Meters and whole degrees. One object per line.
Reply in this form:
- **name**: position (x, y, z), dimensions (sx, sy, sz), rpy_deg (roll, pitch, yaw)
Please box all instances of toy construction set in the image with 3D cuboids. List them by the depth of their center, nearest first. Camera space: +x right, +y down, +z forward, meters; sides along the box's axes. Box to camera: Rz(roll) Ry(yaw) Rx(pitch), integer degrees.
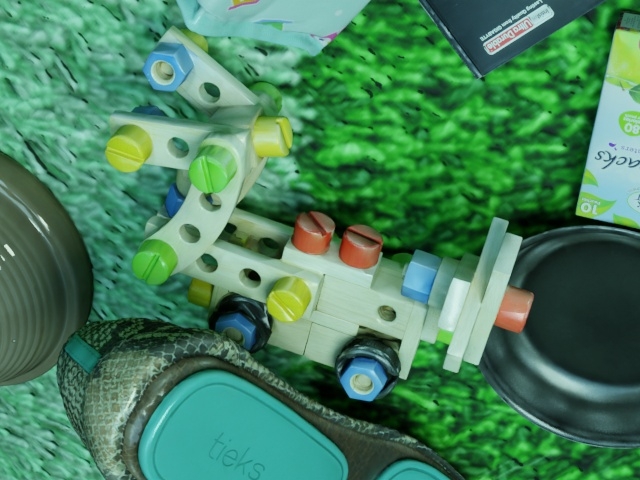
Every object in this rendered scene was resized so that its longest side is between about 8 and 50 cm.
- **toy construction set**: position (0.000, 0.000, 0.968), dimensions (0.328, 0.151, 0.215), rpy_deg (27, 125, 19)

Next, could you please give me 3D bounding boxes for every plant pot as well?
- **plant pot**: position (-0.318, 0.039, 1.124), dimensions (0.237, 0.110, 0.237), rpy_deg (9, 122, 15)

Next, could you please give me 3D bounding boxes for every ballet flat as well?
- **ballet flat**: position (-0.014, 0.189, 1.050), dimensions (0.483, 0.164, 0.182), rpy_deg (41, 172, -37)

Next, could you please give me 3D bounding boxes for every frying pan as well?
- **frying pan**: position (0.251, 0.040, 0.948), dimensions (0.326, 0.053, 0.197), rpy_deg (-31, 107, 34)

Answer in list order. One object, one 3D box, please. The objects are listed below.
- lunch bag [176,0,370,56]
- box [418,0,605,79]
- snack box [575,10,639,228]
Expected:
- **lunch bag**: position (-0.031, -0.274, 0.778), dimensions (0.223, 0.160, 0.262), rpy_deg (-45, 62, 27)
- **box**: position (0.136, -0.227, 0.831), dimensions (0.220, 0.051, 0.175), rpy_deg (-30, 106, 32)
- **snack box**: position (0.232, -0.073, 0.900), dimensions (0.100, 0.037, 0.141), rpy_deg (14, 125, 12)
